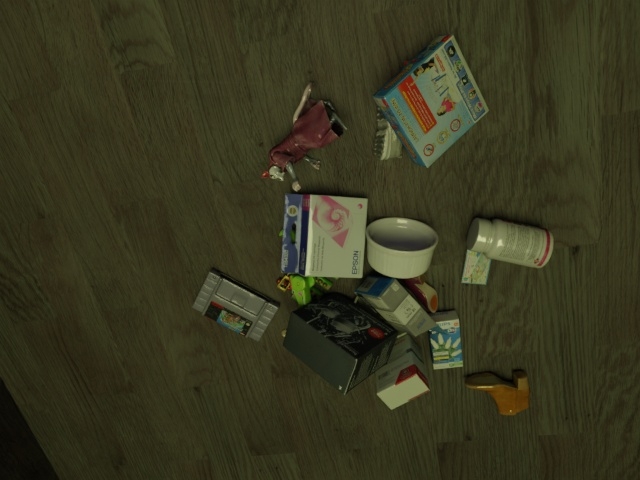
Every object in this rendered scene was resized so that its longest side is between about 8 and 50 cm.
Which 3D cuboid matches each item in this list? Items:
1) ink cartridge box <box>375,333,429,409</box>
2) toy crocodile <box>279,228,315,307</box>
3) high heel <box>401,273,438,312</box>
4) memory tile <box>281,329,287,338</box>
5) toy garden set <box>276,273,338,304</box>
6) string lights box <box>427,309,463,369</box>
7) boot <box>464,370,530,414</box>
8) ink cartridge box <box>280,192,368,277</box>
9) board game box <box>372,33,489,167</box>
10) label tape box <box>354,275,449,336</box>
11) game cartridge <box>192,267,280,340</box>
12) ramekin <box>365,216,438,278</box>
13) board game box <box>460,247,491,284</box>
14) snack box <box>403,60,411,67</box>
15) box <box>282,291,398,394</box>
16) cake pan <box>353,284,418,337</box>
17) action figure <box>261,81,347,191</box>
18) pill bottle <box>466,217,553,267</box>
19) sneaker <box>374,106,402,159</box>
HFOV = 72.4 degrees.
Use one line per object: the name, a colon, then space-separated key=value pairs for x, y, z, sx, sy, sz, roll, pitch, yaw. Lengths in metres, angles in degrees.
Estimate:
ink cartridge box: x=0.350 y=0.571 z=1.928 sx=0.197 sy=0.273 sz=0.114 roll=-34 pitch=109 yaw=18
toy crocodile: x=-0.100 y=0.115 z=1.841 sx=0.105 sy=0.115 sz=0.341 roll=-8 pitch=96 yaw=24
high heel: x=0.424 y=0.220 z=1.898 sx=0.117 sy=0.082 sz=0.244 roll=7 pitch=143 yaw=48
memory tile: x=-0.102 y=0.452 z=2.068 sx=0.147 sy=0.012 sz=0.113 roll=-19 pitch=109 yaw=14
toy garden set: x=-0.060 y=0.177 z=1.930 sx=0.203 sy=0.049 sz=0.244 roll=36 pitch=112 yaw=-9
string lights box: x=0.552 y=0.443 z=1.950 sx=0.133 sy=0.077 sz=0.260 roll=-9 pitch=114 yaw=8
boot: x=0.821 y=0.720 z=2.027 sx=0.294 sy=0.104 sz=0.212 roll=-8 pitch=111 yaw=5
ink cartridge box: x=0.016 y=-0.017 z=1.740 sx=0.329 sy=0.071 sz=0.325 roll=2 pitch=96 yaw=-12
board game box: x=0.378 y=-0.462 z=1.476 sx=0.302 sy=0.086 sz=0.308 roll=-42 pitch=120 yaw=-2
label tape box: x=0.321 y=0.294 z=1.768 sx=0.334 sy=0.240 sz=0.106 roll=46 pitch=76 yaw=-12
game cartridge: x=-0.392 y=0.304 z=2.017 sx=0.354 sy=0.068 sz=0.230 roll=29 pitch=108 yaw=-6
ramekin: x=0.310 y=0.029 z=1.713 sx=0.276 sy=0.277 sz=0.135 roll=5 pitch=120 yaw=4
board game box: x=0.653 y=0.108 z=1.834 sx=0.103 sy=0.026 sz=0.154 roll=5 pitch=113 yaw=4
snack box: x=0.381 y=-0.527 z=1.543 sx=0.174 sy=0.070 sz=0.207 roll=-12 pitch=115 yaw=-19
box: x=0.083 y=0.403 z=1.794 sx=0.343 sy=0.312 sz=0.179 roll=30 pitch=118 yaw=31
cake pan: x=0.289 y=0.303 z=1.940 sx=0.292 sy=0.054 sz=0.294 roll=2 pitch=112 yaw=5
action figure: x=-0.092 y=-0.357 z=1.607 sx=0.370 sy=0.248 sz=0.276 roll=-36 pitch=103 yaw=16
pill bottle: x=0.733 y=0.004 z=1.709 sx=0.282 sy=0.160 sz=0.161 roll=12 pitch=113 yaw=1
sneaker: x=0.277 y=-0.440 z=1.630 sx=0.115 sy=0.105 sz=0.282 roll=-1 pitch=114 yaw=-26
